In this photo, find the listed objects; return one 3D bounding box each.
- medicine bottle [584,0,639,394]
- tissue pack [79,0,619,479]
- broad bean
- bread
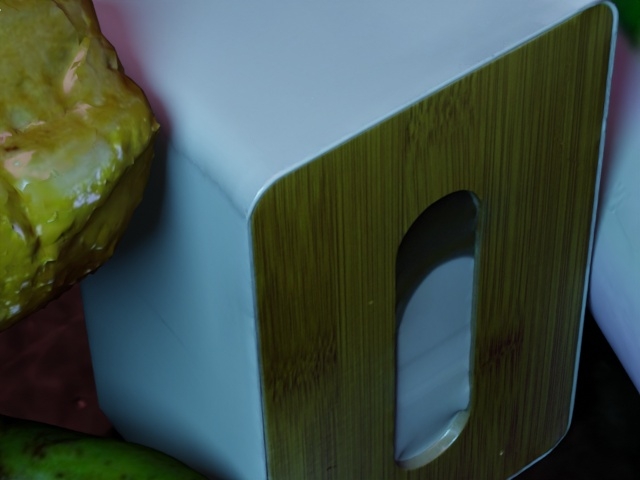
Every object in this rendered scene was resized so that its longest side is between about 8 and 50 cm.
[{"bbox_3d":[0.212,0.005,0.716,0.212,0.212,0.325,-14,47,-12],"label":"medicine bottle"},{"bbox_3d":[0.001,-0.001,0.700,0.159,0.246,0.136,-31,53,-24],"label":"tissue pack"},{"bbox_3d":[-0.118,0.094,0.687,0.339,0.077,0.061,10,62,34],"label":"broad bean"},{"bbox_3d":[-0.209,0.008,0.654,0.185,0.109,0.380,-33,10,-32],"label":"bread"}]
